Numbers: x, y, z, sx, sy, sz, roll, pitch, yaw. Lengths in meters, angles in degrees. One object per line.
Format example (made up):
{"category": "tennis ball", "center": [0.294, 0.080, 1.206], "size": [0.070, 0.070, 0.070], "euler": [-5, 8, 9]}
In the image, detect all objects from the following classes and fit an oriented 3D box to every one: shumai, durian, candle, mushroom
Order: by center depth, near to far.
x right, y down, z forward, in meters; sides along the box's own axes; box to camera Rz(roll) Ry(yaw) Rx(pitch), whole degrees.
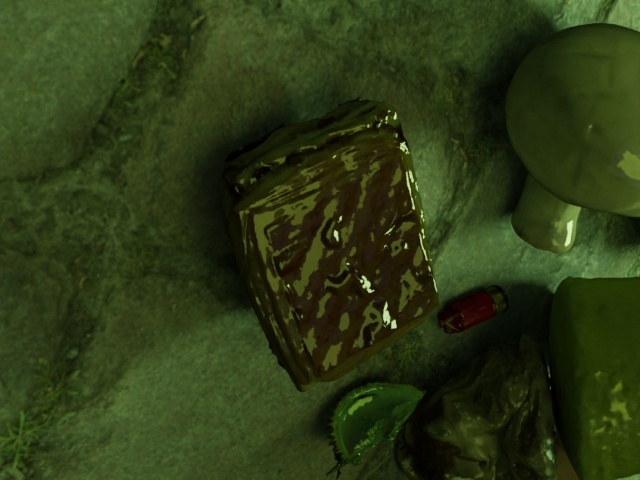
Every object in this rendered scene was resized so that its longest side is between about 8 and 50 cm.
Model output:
{"category": "mushroom", "center": [0.413, -0.148, 1.419], "size": [0.315, 0.315, 0.356], "euler": [24, 92, -40]}
{"category": "durian", "center": [0.066, 0.283, 1.475], "size": [0.215, 0.100, 0.086], "euler": [-38, 124, -25]}
{"category": "candle", "center": [0.246, 0.117, 1.567], "size": [0.130, 0.052, 0.052], "euler": [-22, 120, -26]}
{"category": "shumai", "center": [0.258, 0.307, 1.597], "size": [0.267, 0.262, 0.314], "euler": [72, 19, -59]}

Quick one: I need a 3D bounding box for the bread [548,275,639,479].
{"category": "bread", "center": [0.535, 0.227, 1.582], "size": [0.348, 0.307, 0.348], "euler": [-3, 90, -75]}

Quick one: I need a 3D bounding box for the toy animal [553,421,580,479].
{"category": "toy animal", "center": [0.484, 0.383, 1.787], "size": [0.229, 0.156, 0.156], "euler": [-23, 122, -11]}

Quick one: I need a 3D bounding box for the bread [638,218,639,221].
{"category": "bread", "center": [0.728, -0.094, 1.681], "size": [0.300, 0.210, 0.341], "euler": [15, 99, -28]}

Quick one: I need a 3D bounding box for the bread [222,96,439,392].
{"category": "bread", "center": [0.000, 0.000, 1.266], "size": [0.277, 0.167, 0.325], "euler": [-29, 115, -22]}
